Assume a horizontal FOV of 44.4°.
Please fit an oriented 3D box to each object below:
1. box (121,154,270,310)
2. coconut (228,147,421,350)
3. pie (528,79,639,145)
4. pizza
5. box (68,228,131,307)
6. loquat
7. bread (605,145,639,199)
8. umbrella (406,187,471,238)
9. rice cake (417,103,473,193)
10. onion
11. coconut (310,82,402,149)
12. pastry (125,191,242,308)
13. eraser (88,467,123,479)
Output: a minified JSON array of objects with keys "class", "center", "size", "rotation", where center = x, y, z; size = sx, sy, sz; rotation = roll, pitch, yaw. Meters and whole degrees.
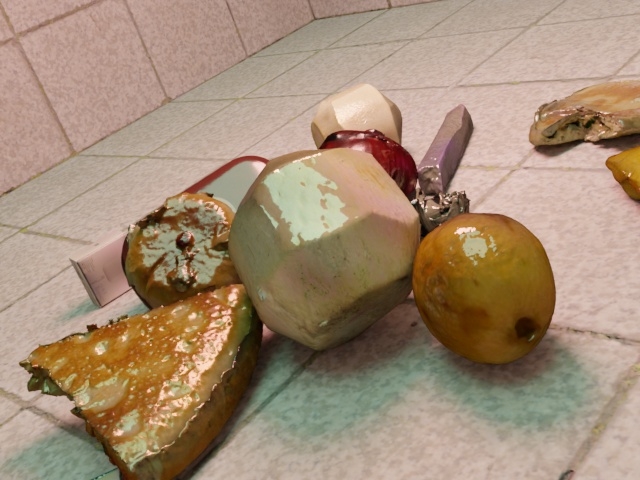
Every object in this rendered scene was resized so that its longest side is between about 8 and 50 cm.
[{"class":"box","center":[-0.221,-0.011,1.643],"size":[0.404,0.108,0.263],"rotation":[-35,61,-9]},{"class":"coconut","center":[0.000,0.000,1.335],"size":[0.353,0.352,0.352],"rotation":[-17,25,8]},{"class":"pie","center":[0.625,-0.282,1.742],"size":[0.338,0.075,0.337],"rotation":[-15,20,6]},{"class":"pizza","center":[-0.312,0.226,1.334],"size":[0.406,0.130,0.440],"rotation":[3,36,21]},{"class":"box","center":[-0.487,0.064,1.804],"size":[0.129,0.130,0.051],"rotation":[-35,30,-28]},{"class":"loquat","center":[0.237,0.067,1.153],"size":[0.193,0.238,0.238],"rotation":[-20,25,-5]},{"class":"bread","center":[0.620,-0.124,1.416],"size":[0.161,0.088,0.233],"rotation":[-12,23,7]},{"class":"umbrella","center":[0.122,-0.029,1.564],"size":[0.358,0.106,0.113],"rotation":[-14,6,20]},{"class":"rice cake","center":[0.300,-0.222,1.865],"size":[0.064,0.070,0.399],"rotation":[-11,26,28]},{"class":"onion","center":[0.093,-0.150,1.708],"size":[0.247,0.190,0.246],"rotation":[12,-2,0]},{"class":"coconut","center":[0.103,-0.265,1.937],"size":[0.241,0.241,0.241],"rotation":[-17,25,8]},{"class":"pastry","center":[-0.249,0.029,1.498],"size":[0.257,0.120,0.235],"rotation":[-26,65,-5]},{"class":"eraser","center":[-0.331,0.402,1.138],"size":[0.104,0.023,0.150],"rotation":[-24,26,-6]}]
